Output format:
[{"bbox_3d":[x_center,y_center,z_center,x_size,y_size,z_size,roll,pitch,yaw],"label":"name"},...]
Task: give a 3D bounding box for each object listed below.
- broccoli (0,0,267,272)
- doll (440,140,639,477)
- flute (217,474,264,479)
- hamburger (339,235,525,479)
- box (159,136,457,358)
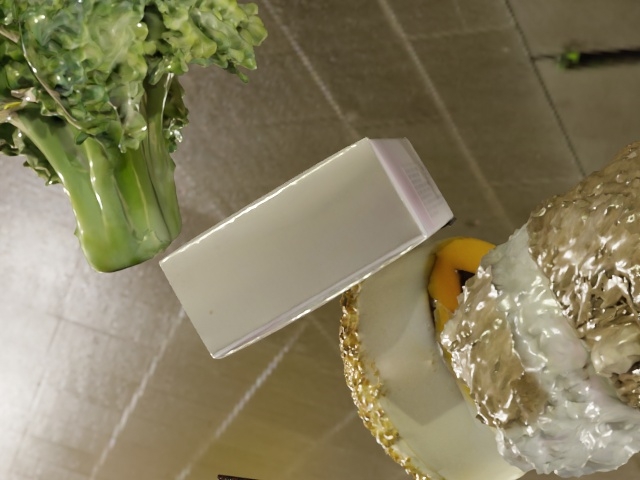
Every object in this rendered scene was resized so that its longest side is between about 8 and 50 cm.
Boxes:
[{"bbox_3d":[-0.201,-0.149,1.044,0.339,0.277,0.317,24,126,32],"label":"broccoli"},{"bbox_3d":[0.132,0.016,0.416,0.105,0.114,0.221,19,153,-29],"label":"doll"},{"bbox_3d":[0.001,0.322,1.551,0.270,0.014,0.014,7,151,3],"label":"flute"},{"bbox_3d":[0.146,0.137,1.302,0.294,0.276,0.179,15,142,-39],"label":"hamburger"},{"bbox_3d":[0.000,0.000,1.071,0.203,0.106,0.252,-29,180,13],"label":"box"}]
